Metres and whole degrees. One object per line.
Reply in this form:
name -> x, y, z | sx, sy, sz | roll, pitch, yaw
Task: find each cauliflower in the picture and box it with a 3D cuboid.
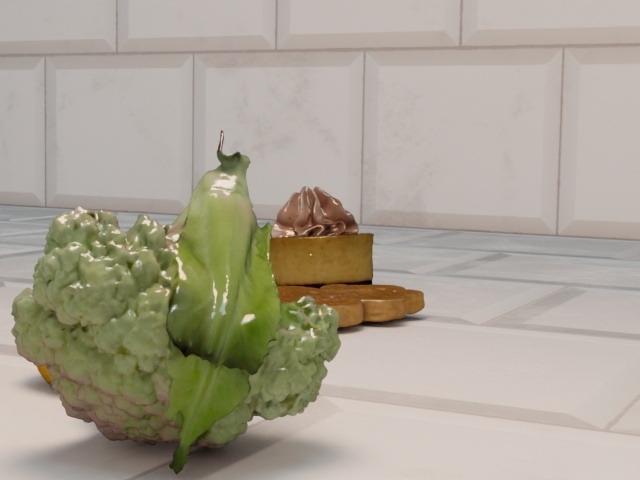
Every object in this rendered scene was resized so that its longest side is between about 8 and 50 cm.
cauliflower -> -0.108, 0.044, 0.982 | 0.256, 0.239, 0.315 | 4, 49, 12

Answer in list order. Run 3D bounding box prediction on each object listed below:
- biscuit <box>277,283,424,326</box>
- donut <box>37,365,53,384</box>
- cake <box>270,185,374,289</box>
biscuit -> 0.010, 0.092, 1.637 | 0.288, 0.044, 0.202 | -1, 6, -35
donut -> -0.229, 0.109, 1.208 | 0.151, 0.058, 0.152 | -12, 12, 3
cake -> 0.000, 0.000, 1.935 | 0.207, 0.178, 0.185 | 9, 9, 40
